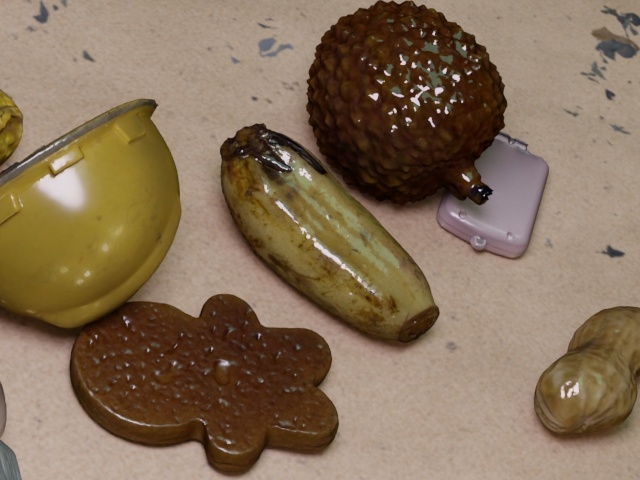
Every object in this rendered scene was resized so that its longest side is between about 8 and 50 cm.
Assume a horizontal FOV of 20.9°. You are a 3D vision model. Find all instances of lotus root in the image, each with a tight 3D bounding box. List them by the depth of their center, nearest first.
[{"bbox_3d":[0.000,0.000,1.623,0.258,0.097,0.110,46,55,9],"label":"lotus root"}]

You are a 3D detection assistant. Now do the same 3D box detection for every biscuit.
[{"bbox_3d":[-0.100,0.119,1.507,0.236,0.039,0.179,10,49,-15],"label":"biscuit"}]

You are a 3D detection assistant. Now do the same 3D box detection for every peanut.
[{"bbox_3d":[0.269,0.121,1.641,0.089,0.089,0.193,37,46,11],"label":"peanut"}]

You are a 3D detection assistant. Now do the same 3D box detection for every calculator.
[{"bbox_3d":[0.179,-0.050,1.788,0.100,0.032,0.175,24,45,-1],"label":"calculator"}]

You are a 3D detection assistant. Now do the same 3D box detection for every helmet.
[{"bbox_3d":[-0.211,-0.001,1.480,0.257,0.205,0.140,-35,88,-22],"label":"helmet"}]

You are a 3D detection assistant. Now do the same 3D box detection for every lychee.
[{"bbox_3d":[0.086,-0.127,1.703,0.200,0.200,0.238,-21,69,-37],"label":"lychee"}]

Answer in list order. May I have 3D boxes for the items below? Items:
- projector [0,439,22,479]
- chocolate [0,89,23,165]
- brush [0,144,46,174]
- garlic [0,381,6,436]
[{"bbox_3d":[-0.311,0.255,1.171,0.257,0.099,0.192,-25,55,4],"label":"projector"},{"bbox_3d":[-0.368,-0.065,1.390,0.162,0.162,0.445,36,22,10],"label":"chocolate"},{"bbox_3d":[-0.294,-0.037,1.580,0.043,0.014,0.170,37,47,15],"label":"brush"},{"bbox_3d":[-0.317,0.093,1.364,0.099,0.124,0.174,-45,121,-41],"label":"garlic"}]
